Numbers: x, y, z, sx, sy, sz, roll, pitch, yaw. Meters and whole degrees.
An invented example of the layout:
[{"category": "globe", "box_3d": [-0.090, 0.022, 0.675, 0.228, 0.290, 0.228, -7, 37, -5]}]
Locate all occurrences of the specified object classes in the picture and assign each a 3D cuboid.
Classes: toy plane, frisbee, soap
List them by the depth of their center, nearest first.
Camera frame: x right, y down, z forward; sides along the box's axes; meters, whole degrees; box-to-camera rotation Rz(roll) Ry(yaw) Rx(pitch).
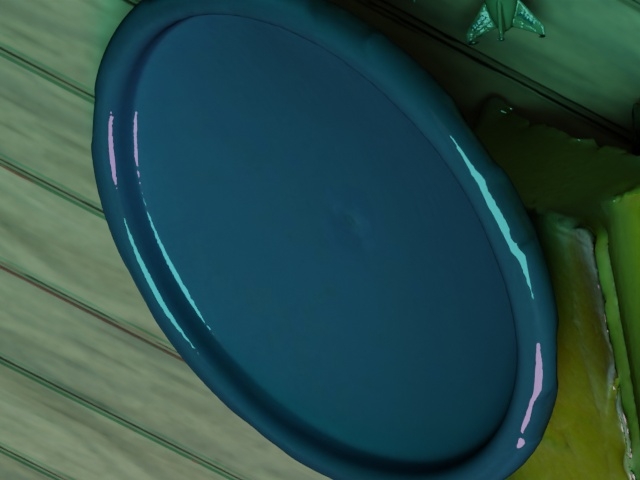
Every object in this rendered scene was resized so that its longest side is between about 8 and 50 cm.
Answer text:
[{"category": "toy plane", "box_3d": [0.081, -0.131, 0.834, 0.080, 0.033, 0.083, -2, 114, 15]}, {"category": "frisbee", "box_3d": [0.003, -0.002, 0.876, 0.289, 0.049, 0.289, 28, 136, 30]}, {"category": "soap", "box_3d": [0.121, 0.058, 0.880, 0.135, 0.076, 0.233, 23, 135, 48]}]

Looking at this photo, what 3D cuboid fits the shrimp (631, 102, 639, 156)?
[{"category": "shrimp", "box_3d": [0.214, 0.002, 0.884, 0.132, 0.051, 0.187, -42, 110, 9]}]
